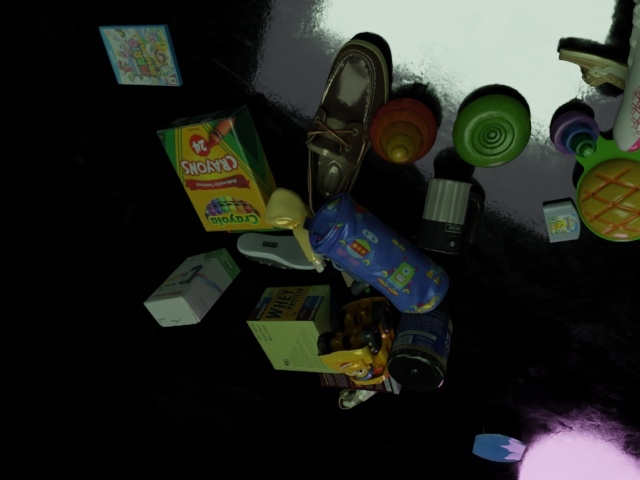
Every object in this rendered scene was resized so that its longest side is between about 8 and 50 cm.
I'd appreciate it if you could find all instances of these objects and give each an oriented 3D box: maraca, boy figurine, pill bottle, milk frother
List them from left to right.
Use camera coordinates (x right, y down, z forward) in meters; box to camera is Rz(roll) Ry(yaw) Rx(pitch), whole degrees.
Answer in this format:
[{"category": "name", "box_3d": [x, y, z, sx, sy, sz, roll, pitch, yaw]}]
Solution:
[{"category": "boy figurine", "box_3d": [0.000, 0.000, 0.948, 0.285, 0.177, 0.092, 36, 124, -13]}, {"category": "pill bottle", "box_3d": [0.231, 0.214, 0.987, 0.123, 0.219, 0.122, 13, 131, 16]}, {"category": "milk frother", "box_3d": [0.232, -0.051, 0.867, 0.143, 0.129, 0.134, 17, 99, 50]}, {"category": "maraca", "box_3d": [0.486, -0.088, 0.716, 0.127, 0.099, 0.185, -7, 99, 41]}]

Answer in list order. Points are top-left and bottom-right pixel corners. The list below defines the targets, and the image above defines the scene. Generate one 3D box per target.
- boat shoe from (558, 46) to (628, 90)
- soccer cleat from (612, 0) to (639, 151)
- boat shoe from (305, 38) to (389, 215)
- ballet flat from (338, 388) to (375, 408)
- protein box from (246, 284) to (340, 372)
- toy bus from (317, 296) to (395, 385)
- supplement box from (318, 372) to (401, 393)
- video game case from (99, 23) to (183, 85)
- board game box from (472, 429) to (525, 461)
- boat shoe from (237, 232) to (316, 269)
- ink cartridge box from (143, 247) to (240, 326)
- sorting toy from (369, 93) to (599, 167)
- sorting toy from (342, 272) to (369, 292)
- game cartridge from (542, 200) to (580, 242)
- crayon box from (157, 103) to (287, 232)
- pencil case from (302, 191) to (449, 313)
[{"category": "boat shoe", "box_3d": [0.415, -0.249, 0.647, 0.136, 0.050, 0.045, 22, 127, 8]}, {"category": "soccer cleat", "box_3d": [0.448, -0.283, 0.555, 0.143, 0.116, 0.331, 31, 118, 19]}, {"category": "boat shoe", "box_3d": [0.035, -0.189, 0.821, 0.123, 0.123, 0.341, 24, 132, 6]}, {"category": "ballet flat", "box_3d": [0.122, 0.470, 1.344, 0.073, 0.067, 0.206, 37, 131, -1]}, {"category": "protein box", "box_3d": [-0.052, 0.241, 1.196, 0.201, 0.136, 0.199, -6, 124, 28]}, {"category": "toy bus", "box_3d": [0.110, 0.275, 1.068, 0.150, 0.220, 0.211, -15, 107, 28]}, {"category": "supplement box", "box_3d": [0.105, 0.357, 1.253, 0.240, 0.073, 0.130, -3, 118, 26]}, {"category": "video game case", "box_3d": [-0.378, -0.390, 0.925, 0.167, 0.015, 0.119, 9, 129, 19]}, {"category": "board game box", "box_3d": [0.522, 0.597, 1.287, 0.133, 0.033, 0.168, 4, 133, 16]}, {"category": "boat shoe", "box_3d": [-0.099, 0.038, 1.102, 0.229, 0.080, 0.076, 8, 150, 14]}, {"category": "ink cartridge box", "box_3d": [-0.343, 0.126, 1.186, 0.155, 0.212, 0.093, -13, 120, 32]}, {"category": "sorting toy", "box_3d": [0.256, -0.158, 0.709, 0.366, 0.126, 0.126, 3, 122, 13]}, {"category": "sorting toy", "box_3d": [0.093, 0.100, 1.099, 0.062, 0.012, 0.083, -11, 117, 26]}, {"category": "game cartridge", "box_3d": [0.456, -0.034, 0.824, 0.056, 0.017, 0.083, -13, 120, 28]}, {"category": "crayon box", "box_3d": [-0.210, -0.132, 1.009, 0.203, 0.081, 0.318, -3, 125, 26]}, {"category": "pencil case", "box_3d": [0.112, 0.034, 0.867, 0.306, 0.119, 0.133, 34, 89, -21]}]
